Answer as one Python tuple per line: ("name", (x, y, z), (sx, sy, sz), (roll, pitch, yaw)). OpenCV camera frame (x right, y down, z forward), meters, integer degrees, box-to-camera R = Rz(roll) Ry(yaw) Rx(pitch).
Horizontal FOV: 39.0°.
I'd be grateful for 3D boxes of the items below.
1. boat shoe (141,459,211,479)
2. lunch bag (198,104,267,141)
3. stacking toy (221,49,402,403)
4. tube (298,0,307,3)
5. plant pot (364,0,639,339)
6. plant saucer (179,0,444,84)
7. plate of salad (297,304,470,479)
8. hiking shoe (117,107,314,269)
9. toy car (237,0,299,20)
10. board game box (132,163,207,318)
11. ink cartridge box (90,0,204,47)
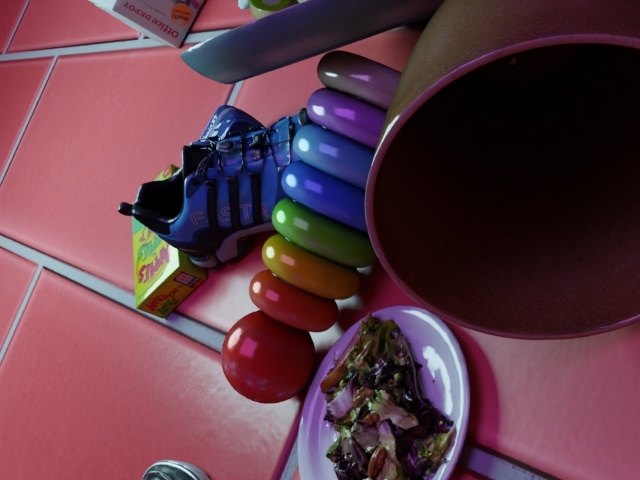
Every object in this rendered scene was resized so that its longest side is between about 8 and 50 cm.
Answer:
("boat shoe", (-0.136, 0.273, 0.878), (0.219, 0.070, 0.077), (25, 89, 55))
("lunch bag", (-0.108, -0.108, 1.086), (0.098, 0.067, 0.065), (-57, 35, 10))
("stacking toy", (0.000, 0.000, 0.836), (0.141, 0.141, 0.330), (32, 98, 54))
("tube", (0.008, -0.273, 0.879), (0.062, 0.070, 0.240), (-45, 4, -1))
("plant pot", (0.152, -0.100, 0.645), (0.237, 0.237, 0.254), (-38, 29, 31))
("plant saucer", (0.024, -0.206, 0.849), (0.318, 0.318, 0.043), (-8, 105, 49))
("plate of salad", (0.041, 0.146, 0.755), (0.200, 0.048, 0.199), (-29, 47, 37))
("hiking shoe", (-0.082, -0.067, 0.970), (0.304, 0.132, 0.113), (-36, 44, 33))
("toy car", (-0.062, -0.312, 1.107), (0.188, 0.149, 0.155), (-32, 54, 52))
("board game box", (-0.195, -0.002, 1.148), (0.092, 0.043, 0.181), (-41, 41, 28))
("ink cartridge box", (-0.252, -0.410, 1.404), (0.176, 0.128, 0.127), (-61, 36, 5))
